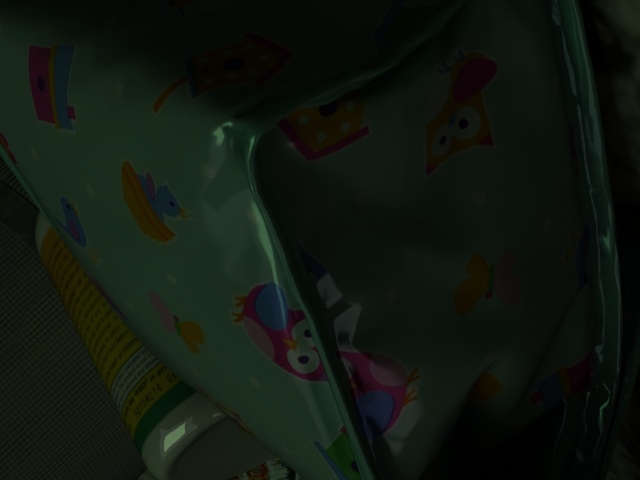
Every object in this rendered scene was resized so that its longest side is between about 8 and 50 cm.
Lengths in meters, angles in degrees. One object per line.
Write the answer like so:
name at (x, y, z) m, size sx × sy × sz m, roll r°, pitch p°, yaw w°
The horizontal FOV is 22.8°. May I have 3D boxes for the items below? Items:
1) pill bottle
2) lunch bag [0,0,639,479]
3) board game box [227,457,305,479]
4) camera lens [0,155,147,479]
pill bottle at (-0.081, 0.016, 0.845) m, size 0.208 × 0.117 × 0.117 m, roll 60°, pitch 168°, yaw 23°
lunch bag at (0.000, 0.000, 0.612) m, size 0.223 × 0.160 × 0.262 m, roll 26°, pitch 147°, yaw 47°
board game box at (-0.007, 0.128, 0.937) m, size 0.136 × 0.030 × 0.259 m, roll 61°, pitch 150°, yaw 18°
camera lens at (-0.190, 0.071, 1.000) m, size 0.219 × 0.274 × 0.219 m, roll 42°, pitch 162°, yaw 17°
